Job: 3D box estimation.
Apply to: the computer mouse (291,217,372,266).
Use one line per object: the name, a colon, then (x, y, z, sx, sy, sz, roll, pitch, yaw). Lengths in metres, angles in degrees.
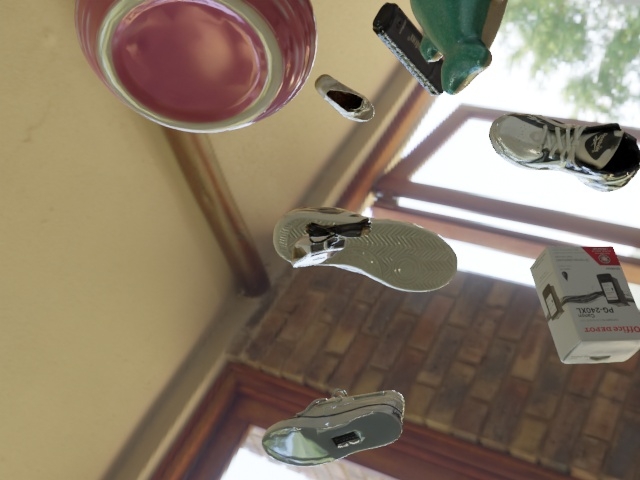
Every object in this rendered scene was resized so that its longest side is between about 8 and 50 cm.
computer mouse: (0.000, 0.000, 1.285, 0.106, 0.193, 0.042, -10, -100, -23)

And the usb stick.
usb stick: (0.197, -0.396, 1.777, 0.278, 0.045, 0.077, 34, -94, -49)

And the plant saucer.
plant saucer: (-0.171, -0.265, 1.154, 0.332, 0.332, 0.084, 67, -160, -46)

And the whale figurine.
whale figurine: (0.216, -0.368, 1.370, 0.141, 0.216, 0.271, 23, -125, -23)

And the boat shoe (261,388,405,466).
boat shoe: (0.036, 0.426, 2.032, 0.135, 0.367, 0.156, 60, -154, -17)

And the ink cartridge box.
ink cartridge box: (0.365, 0.086, 1.154, 0.063, 0.109, 0.150, 112, 152, -52)

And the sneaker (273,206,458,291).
sneaker: (0.085, 0.001, 1.609, 0.148, 0.350, 0.131, -102, 27, -76)

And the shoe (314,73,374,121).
shoe: (0.070, -0.362, 2.228, 0.219, 0.058, 0.076, 24, -71, -43)

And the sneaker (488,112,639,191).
sneaker: (0.382, -0.145, 1.274, 0.094, 0.235, 0.153, -65, 4, -11)
